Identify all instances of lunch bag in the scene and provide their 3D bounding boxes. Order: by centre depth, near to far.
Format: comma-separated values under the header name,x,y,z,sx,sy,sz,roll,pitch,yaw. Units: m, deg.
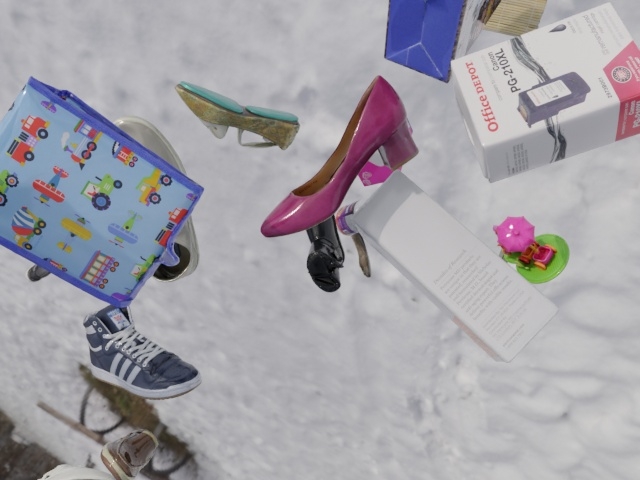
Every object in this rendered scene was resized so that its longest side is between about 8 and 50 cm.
name,x,y,z,sx,sy,sz,roll,pitch,yaw
lunch bag,-0.329,-0.053,0.864,0.293,0.221,0.138,35,-176,-5

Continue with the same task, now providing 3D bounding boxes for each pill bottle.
name,x,y,z,sx,sy,sz,roll,pitch,yaw
pill bottle,0.139,-0.083,2.008,0.108,0.108,0.193,42,153,-17

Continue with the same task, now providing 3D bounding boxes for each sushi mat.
name,x,y,z,sx,sy,sz,roll,pitch,yaw
sushi mat,0.368,-0.576,1.396,0.316,0.019,0.152,18,132,14

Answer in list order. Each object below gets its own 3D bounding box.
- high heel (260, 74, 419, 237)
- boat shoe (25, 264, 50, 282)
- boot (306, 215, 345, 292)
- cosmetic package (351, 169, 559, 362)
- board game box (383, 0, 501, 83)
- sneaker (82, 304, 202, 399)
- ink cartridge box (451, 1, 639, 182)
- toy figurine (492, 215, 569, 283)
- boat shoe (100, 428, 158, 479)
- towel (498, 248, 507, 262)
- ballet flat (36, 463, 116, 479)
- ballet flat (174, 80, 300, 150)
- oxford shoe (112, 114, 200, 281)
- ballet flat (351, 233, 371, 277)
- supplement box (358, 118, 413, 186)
name,x,y,z,sx,sy,sz,roll,pitch,yaw
high heel,0.010,-0.163,1.189,0.181,0.377,0.127,59,170,-26
boat shoe,-0.591,0.044,1.309,0.038,0.125,0.046,-15,114,36
boot,0.000,0.000,1.627,0.094,0.207,0.247,-19,106,11
cosmetic package,0.295,0.064,1.361,0.453,0.161,0.230,44,180,16
board game box,0.251,-0.488,1.102,0.141,0.291,0.232,27,154,15
sneaker,-0.356,0.207,1.155,0.282,0.099,0.153,4,109,31
ink cartridge box,0.326,-0.210,0.858,0.237,0.172,0.100,-18,149,12
toy figurine,0.450,-0.001,1.350,0.159,0.130,0.173,35,176,-33
boat shoe,-0.410,0.457,1.309,0.095,0.095,0.257,50,165,1
towel,0.562,0.024,1.782,0.027,0.148,0.110,23,172,9
ballet flat,-0.657,0.612,1.422,0.399,0.139,0.139,-25,131,5
ballet flat,-0.213,-0.303,1.523,0.348,0.123,0.123,10,165,-33
oxford shoe,-0.409,-0.086,1.476,0.169,0.130,0.450,-7,115,9
ballet flat,0.135,0.018,2.172,0.084,0.058,0.250,17,-122,-85
supplement box,0.172,-0.269,1.663,0.113,0.220,0.111,-10,131,30
